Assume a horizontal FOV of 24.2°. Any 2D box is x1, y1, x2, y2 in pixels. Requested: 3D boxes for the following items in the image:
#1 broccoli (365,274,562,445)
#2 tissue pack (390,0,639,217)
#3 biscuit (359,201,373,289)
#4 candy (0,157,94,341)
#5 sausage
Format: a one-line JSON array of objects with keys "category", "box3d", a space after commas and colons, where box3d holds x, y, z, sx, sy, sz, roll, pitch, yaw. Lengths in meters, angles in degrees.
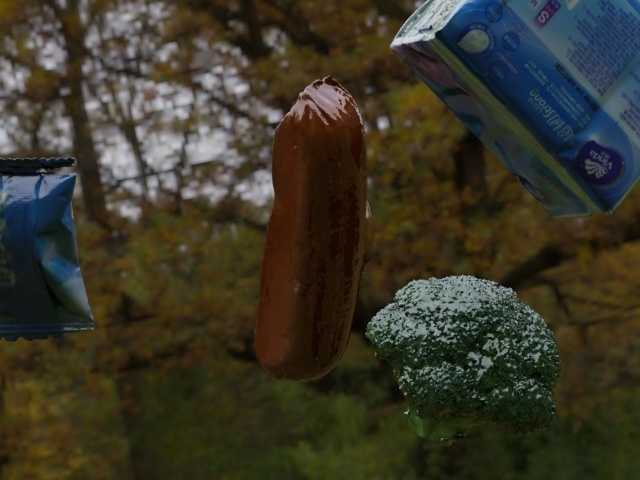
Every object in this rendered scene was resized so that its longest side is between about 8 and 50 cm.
[{"category": "broccoli", "box3d": [0.220, 0.190, 2.246, 0.308, 0.308, 0.275, -4, -58, -36]}, {"category": "tissue pack", "box3d": [0.237, -0.182, 1.537, 0.198, 0.263, 0.146, -50, 15, -16]}, {"category": "biscuit", "box3d": [0.000, 0.000, 1.978, 0.036, 0.212, 0.212, 6, -22, -36]}, {"category": "candy", "box3d": [-0.202, 0.008, 1.020, 0.088, 0.136, 0.038, -2, 20, 6]}, {"category": "sausage", "box3d": [-0.005, 0.002, 1.496, 0.097, 0.094, 0.348, -31, -41, -43]}]
